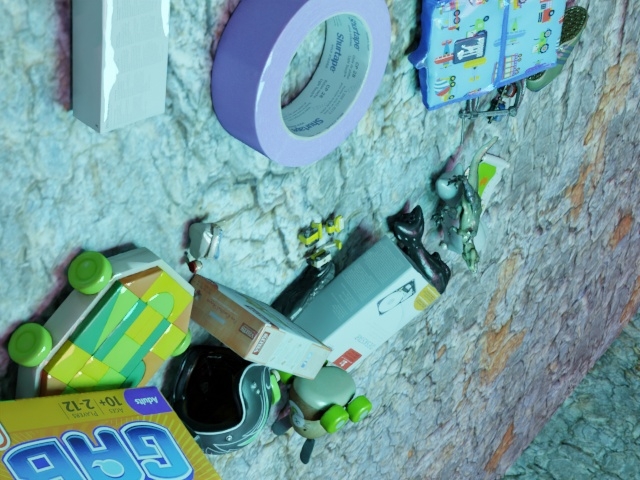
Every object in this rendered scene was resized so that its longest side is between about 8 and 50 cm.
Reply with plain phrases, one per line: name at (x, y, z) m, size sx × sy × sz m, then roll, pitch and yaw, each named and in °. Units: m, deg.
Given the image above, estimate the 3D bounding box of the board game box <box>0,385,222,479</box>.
board game box at (-0.328, 0.440, 1.242) m, size 0.356 × 0.356 × 0.357 m, roll -50°, pitch 153°, yaw 20°

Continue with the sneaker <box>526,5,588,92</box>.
sneaker at (0.472, -0.381, 2.021) m, size 0.192 × 0.064 × 0.086 m, roll -52°, pitch 157°, yaw -8°

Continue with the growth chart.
growth chart at (0.326, -0.079, 2.127) m, size 0.172 × 0.021 × 0.237 m, roll -6°, pitch 122°, yaw -52°

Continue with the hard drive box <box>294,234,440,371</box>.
hard drive box at (0.085, 0.119, 1.830) m, size 0.232 × 0.089 × 0.181 m, roll -41°, pitch 150°, yaw 6°

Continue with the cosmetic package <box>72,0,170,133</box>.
cosmetic package at (-0.224, -0.247, 1.119) m, size 0.099 × 0.060 × 0.239 m, roll -29°, pitch 139°, yaw -43°

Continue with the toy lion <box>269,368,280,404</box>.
toy lion at (-0.107, 0.259, 1.735) m, size 0.034 × 0.100 × 0.096 m, roll -36°, pitch 125°, yaw -36°

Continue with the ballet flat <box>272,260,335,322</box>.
ballet flat at (-0.030, 0.102, 1.731) m, size 0.173 × 0.057 × 0.049 m, roll -47°, pitch 136°, yaw -20°

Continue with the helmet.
helmet at (-0.158, 0.258, 1.593) m, size 0.169 × 0.170 × 0.161 m, roll 8°, pitch 94°, yaw -58°

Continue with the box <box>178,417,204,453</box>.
box at (-0.249, 0.332, 1.541) m, size 0.077 × 0.147 × 0.180 m, roll -39°, pitch 145°, yaw -28°

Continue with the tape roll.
tape roll at (-0.022, -0.244, 1.391) m, size 0.275 × 0.090 × 0.274 m, roll -35°, pitch 143°, yaw -32°

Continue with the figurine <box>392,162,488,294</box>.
figurine at (0.232, -0.025, 1.969) m, size 0.215 × 0.092 × 0.209 m, roll -45°, pitch 137°, yaw -22°

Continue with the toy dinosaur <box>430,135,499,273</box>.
toy dinosaur at (0.276, -0.074, 1.908) m, size 0.118 × 0.064 × 0.268 m, roll 4°, pitch 96°, yaw -46°

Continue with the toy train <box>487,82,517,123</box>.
toy train at (0.371, -0.300, 1.966) m, size 0.027 × 0.036 × 0.158 m, roll -3°, pitch 120°, yaw -55°

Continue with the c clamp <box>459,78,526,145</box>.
c clamp at (0.332, -0.264, 1.924) m, size 0.161 × 0.022 × 0.137 m, roll -15°, pitch 116°, yaw -27°

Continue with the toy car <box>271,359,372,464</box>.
toy car at (-0.024, 0.329, 1.885) m, size 0.149 × 0.155 × 0.188 m, roll -10°, pitch 138°, yaw -52°

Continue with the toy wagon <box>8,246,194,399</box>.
toy wagon at (-0.315, 0.172, 1.372) m, size 0.344 × 0.068 × 0.267 m, roll -52°, pitch 149°, yaw -9°

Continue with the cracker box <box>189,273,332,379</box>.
cracker box at (-0.100, 0.139, 1.569) m, size 0.067 × 0.156 × 0.232 m, roll -58°, pitch 151°, yaw 1°

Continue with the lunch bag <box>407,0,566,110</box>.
lunch bag at (0.266, -0.364, 1.695) m, size 0.293 × 0.138 × 0.220 m, roll -28°, pitch 142°, yaw -21°

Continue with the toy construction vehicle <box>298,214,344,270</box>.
toy construction vehicle at (0.000, 0.000, 1.716) m, size 0.098 × 0.035 × 0.085 m, roll -36°, pitch 133°, yaw -37°

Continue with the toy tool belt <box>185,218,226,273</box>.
toy tool belt at (-0.163, 0.008, 1.460) m, size 0.051 × 0.052 × 0.083 m, roll -15°, pitch 131°, yaw -38°
